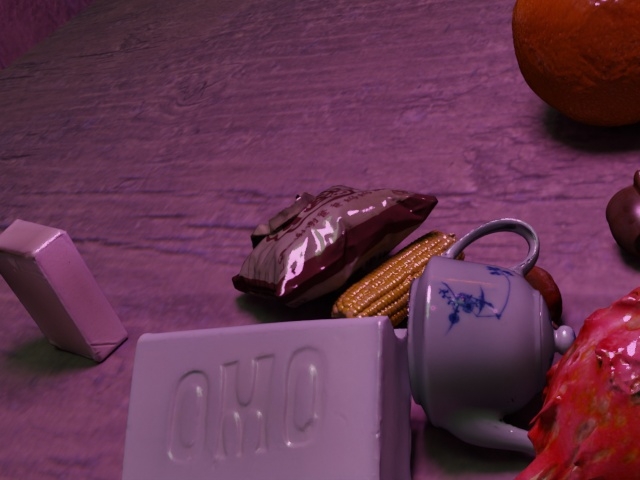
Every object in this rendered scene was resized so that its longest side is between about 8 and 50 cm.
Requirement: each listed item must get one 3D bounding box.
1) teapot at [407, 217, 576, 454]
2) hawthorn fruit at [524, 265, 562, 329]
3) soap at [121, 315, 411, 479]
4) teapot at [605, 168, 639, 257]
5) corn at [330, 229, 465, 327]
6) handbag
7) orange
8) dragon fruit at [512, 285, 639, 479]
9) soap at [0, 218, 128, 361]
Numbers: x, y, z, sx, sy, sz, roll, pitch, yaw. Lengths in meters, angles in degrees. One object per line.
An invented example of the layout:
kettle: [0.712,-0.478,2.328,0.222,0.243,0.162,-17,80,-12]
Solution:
teapot: [0.158,0.087,0.791,0.159,0.159,0.232,-8,63,25]
hawthorn fruit: [0.220,0.070,0.859,0.067,0.067,0.103,-30,44,-11]
soap: [-0.050,0.161,0.807,0.265,0.087,0.160,-7,70,26]
teapot: [0.359,-0.027,0.901,0.110,0.085,0.080,1,35,2]
corn: [0.088,0.050,0.969,0.165,0.063,0.085,-36,3,-19]
handbag: [0.000,0.000,1.031,0.213,0.127,0.235,-37,18,-16]
orange: [0.369,-0.271,1.104,0.264,0.264,0.264,-17,31,11]
dragon fruit: [0.247,0.133,0.602,0.268,0.205,0.210,-26,38,-10]
soap: [-0.340,0.066,1.119,0.121,0.183,0.064,8,43,40]
